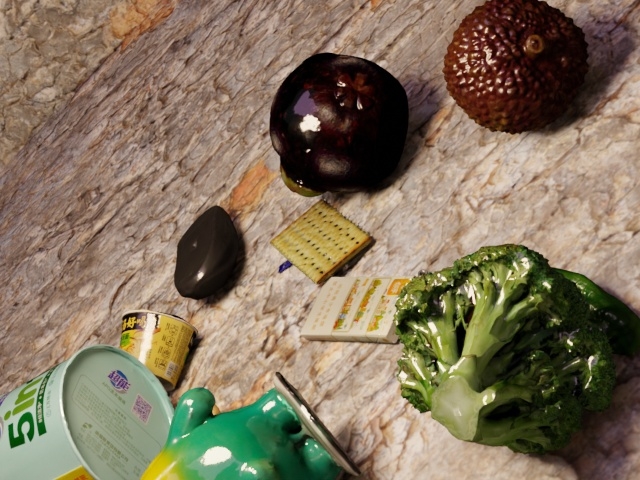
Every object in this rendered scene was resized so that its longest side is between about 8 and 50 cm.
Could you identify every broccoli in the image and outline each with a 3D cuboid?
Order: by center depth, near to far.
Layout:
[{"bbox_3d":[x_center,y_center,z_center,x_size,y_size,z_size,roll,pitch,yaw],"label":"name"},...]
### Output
[{"bbox_3d":[0.228,0.152,1.585,0.308,0.307,0.275,-28,0,30],"label":"broccoli"}]

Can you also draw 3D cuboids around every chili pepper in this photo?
[{"bbox_3d":[0.343,0.092,1.699,0.100,0.074,0.257,-54,33,-9],"label":"chili pepper"}]

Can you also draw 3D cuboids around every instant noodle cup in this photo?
[{"bbox_3d":[-0.319,0.212,2.311,0.151,0.151,0.122,-15,52,41],"label":"instant noodle cup"}]

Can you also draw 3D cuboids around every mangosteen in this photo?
[{"bbox_3d":[0.037,-0.199,2.244,0.233,0.287,0.287,4,54,18],"label":"mangosteen"}]

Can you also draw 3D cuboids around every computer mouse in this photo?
[{"bbox_3d":[-0.221,0.037,2.422,0.137,0.086,0.269,-44,23,18],"label":"computer mouse"}]

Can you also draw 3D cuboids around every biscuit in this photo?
[{"bbox_3d":[0.000,0.000,2.235,0.139,0.016,0.231,-39,29,-8],"label":"biscuit"}]

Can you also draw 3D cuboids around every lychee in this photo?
[{"bbox_3d":[0.315,-0.286,2.002,0.236,0.236,0.271,-52,7,-6],"label":"lychee"}]

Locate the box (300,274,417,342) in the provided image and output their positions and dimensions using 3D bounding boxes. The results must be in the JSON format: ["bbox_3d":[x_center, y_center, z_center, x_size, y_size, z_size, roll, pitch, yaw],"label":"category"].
[{"bbox_3d":[0.066,0.114,2.048,0.220,0.032,0.122,-4,52,50],"label":"box"}]

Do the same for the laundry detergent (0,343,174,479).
[{"bbox_3d":[-0.455,0.373,2.163,0.305,0.287,0.287,-29,37,27],"label":"laundry detergent"}]

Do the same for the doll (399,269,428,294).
[{"bbox_3d":[0.181,0.114,1.884,0.104,0.062,0.194,-37,41,19],"label":"doll"}]

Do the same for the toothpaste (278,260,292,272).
[{"bbox_3d":[-0.049,0.036,2.287,0.083,0.015,0.024,-33,27,32],"label":"toothpaste"}]

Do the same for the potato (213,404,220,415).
[{"bbox_3d":[-0.201,0.325,2.120,0.068,0.062,0.083,-1,75,15],"label":"potato"}]

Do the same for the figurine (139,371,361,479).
[{"bbox_3d":[-0.129,0.376,1.800,0.340,0.323,0.231,-41,-2,-3],"label":"figurine"}]
